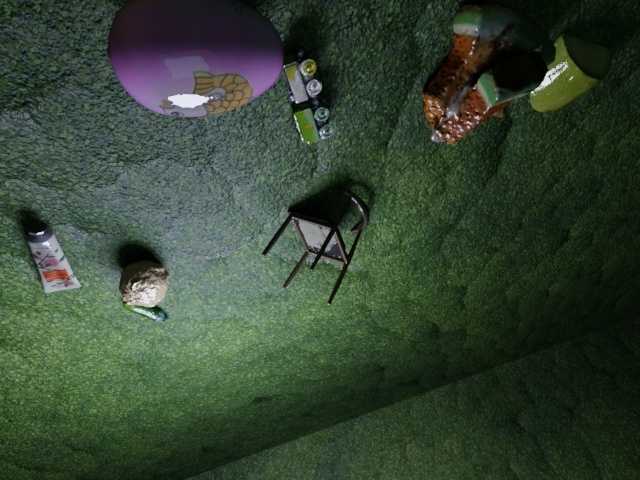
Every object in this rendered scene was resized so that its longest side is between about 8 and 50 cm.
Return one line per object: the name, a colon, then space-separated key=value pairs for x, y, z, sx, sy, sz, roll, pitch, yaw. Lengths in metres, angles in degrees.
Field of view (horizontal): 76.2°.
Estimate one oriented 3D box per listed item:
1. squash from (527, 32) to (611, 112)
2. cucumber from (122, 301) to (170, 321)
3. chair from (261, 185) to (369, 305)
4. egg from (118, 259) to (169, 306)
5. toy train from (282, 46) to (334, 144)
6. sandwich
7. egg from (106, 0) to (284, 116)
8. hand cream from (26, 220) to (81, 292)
squash: x=0.619 y=-0.385 z=1.000 sx=0.191 sy=0.085 sz=0.184 roll=1 pitch=131 yaw=-22
cucumber: x=-0.484 y=0.201 z=1.154 sx=0.037 sy=0.037 sz=0.155 roll=-37 pitch=136 yaw=15
chair: x=0.000 y=0.000 z=1.080 sx=0.272 sy=0.166 sz=0.188 roll=-56 pitch=145 yaw=-28
egg: x=-0.440 y=0.109 z=1.024 sx=0.118 sy=0.116 sz=0.140 roll=-16 pitch=163 yaw=-14
toy train: x=-0.030 y=-0.291 z=0.840 sx=0.081 sy=0.060 sz=0.202 roll=-18 pitch=135 yaw=3
sandwich: x=0.347 y=-0.335 z=0.882 sx=0.250 sy=0.162 sz=0.301 roll=19 pitch=120 yaw=-31
egg: x=-0.195 y=-0.304 z=0.663 sx=0.271 sy=0.196 sz=0.196 roll=-21 pitch=137 yaw=-9
hand cream: x=-0.623 y=0.048 z=0.944 sx=0.080 sy=0.050 sz=0.234 roll=-7 pitch=141 yaw=-21
